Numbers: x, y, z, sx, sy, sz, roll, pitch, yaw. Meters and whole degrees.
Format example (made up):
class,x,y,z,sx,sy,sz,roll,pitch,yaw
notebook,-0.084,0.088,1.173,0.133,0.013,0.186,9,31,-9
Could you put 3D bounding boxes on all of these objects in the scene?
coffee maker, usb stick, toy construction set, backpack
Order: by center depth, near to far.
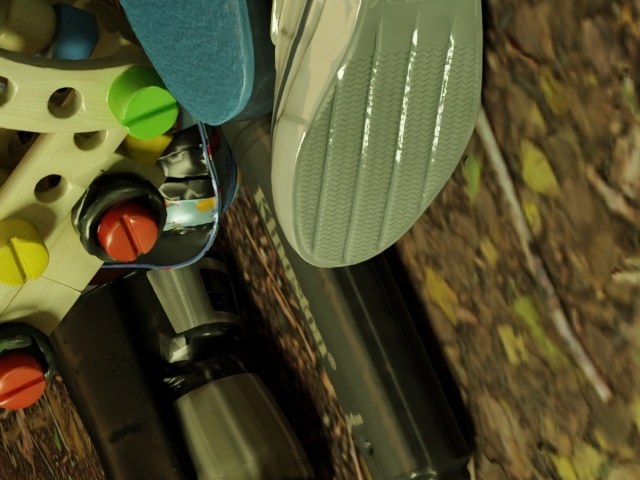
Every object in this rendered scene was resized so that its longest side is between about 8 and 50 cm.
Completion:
class,x,y,z,sx,sy,sz,roll,pitch,yaw
toy construction set,-0.199,-0.028,0.673,0.327,0.215,0.151,-40,48,22
usb stick,0.000,0.000,0.691,0.278,0.045,0.077,66,156,7
backpack,-0.119,-0.062,0.815,0.173,0.117,0.158,1,114,31
coffee maker,-0.106,0.117,0.861,0.120,0.171,0.178,84,160,-69

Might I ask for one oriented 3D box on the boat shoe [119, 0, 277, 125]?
class,x,y,z,sx,sy,sz,roll,pitch,yaw
boat shoe,-0.049,-0.181,0.609,0.109,0.089,0.258,-19,84,50

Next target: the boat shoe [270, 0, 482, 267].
class,x,y,z,sx,sy,sz,roll,pitch,yaw
boat shoe,0.023,-0.095,0.544,0.076,0.083,0.226,-118,34,-44

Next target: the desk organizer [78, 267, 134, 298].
class,x,y,z,sx,sy,sz,roll,pitch,yaw
desk organizer,-0.134,0.027,0.998,0.130,0.050,0.047,-2,141,50
